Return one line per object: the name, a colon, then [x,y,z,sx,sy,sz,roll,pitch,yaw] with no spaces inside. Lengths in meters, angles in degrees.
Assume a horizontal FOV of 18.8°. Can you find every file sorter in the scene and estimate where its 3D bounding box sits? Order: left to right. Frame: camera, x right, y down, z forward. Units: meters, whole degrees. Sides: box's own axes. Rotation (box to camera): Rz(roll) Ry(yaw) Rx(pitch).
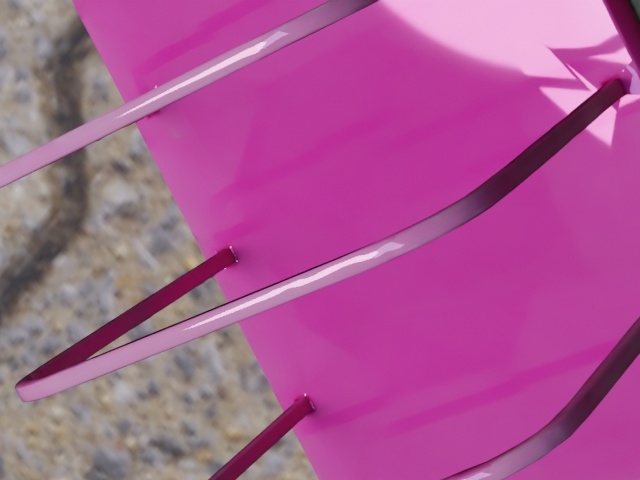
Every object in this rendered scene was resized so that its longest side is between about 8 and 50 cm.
file sorter: [0.000,0.000,0.652,0.202,0.182,0.290,-23,97,33]
